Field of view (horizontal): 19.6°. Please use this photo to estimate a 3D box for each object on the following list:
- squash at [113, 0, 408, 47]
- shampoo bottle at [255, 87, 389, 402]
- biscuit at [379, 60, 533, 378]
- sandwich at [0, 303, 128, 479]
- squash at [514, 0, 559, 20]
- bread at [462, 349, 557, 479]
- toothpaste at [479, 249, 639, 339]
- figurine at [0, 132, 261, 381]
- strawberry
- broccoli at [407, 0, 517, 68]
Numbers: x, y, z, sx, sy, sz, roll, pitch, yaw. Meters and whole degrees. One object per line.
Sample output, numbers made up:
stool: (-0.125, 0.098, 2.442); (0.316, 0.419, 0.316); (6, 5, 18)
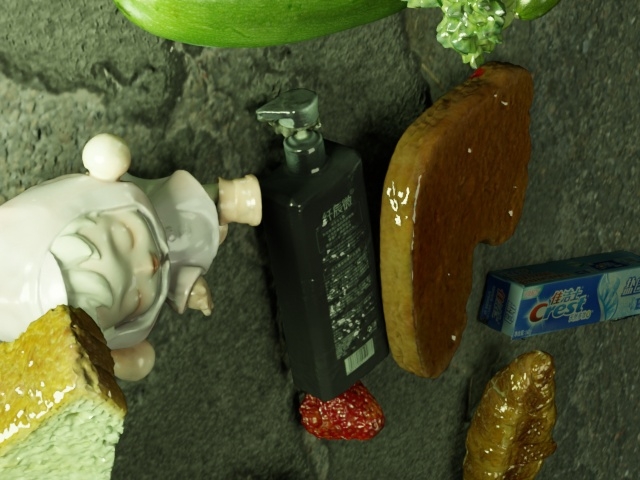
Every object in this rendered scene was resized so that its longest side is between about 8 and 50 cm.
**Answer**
squash: (-0.017, -0.218, 1.528); (0.395, 0.107, 0.107); (-16, 122, -46)
shampoo bottle: (0.000, -0.001, 1.696); (0.098, 0.071, 0.310); (-36, 134, -32)
biscuit: (0.132, -0.023, 1.825); (0.277, 0.052, 0.262); (-43, 137, -46)
sandwich: (-0.227, 0.192, 1.420); (0.288, 0.100, 0.254); (-35, 136, 13)
squash: (0.252, -0.330, 1.817); (0.069, 0.069, 0.258); (24, 91, -53)
bread: (0.209, 0.211, 2.062); (0.105, 0.076, 0.233); (-8, 124, -34)
toothpaste: (0.282, 0.059, 2.081); (0.272, 0.053, 0.066); (-7, 115, -48)
figurine: (-0.163, 0.007, 1.464); (0.276, 0.133, 0.200); (-22, 114, -48)
strawberry: (0.024, 0.164, 1.813); (0.073, 0.083, 0.073); (-30, 128, -48)
broccoli: (0.216, -0.366, 1.571); (0.397, 0.275, 0.353); (-16, 149, -50)
